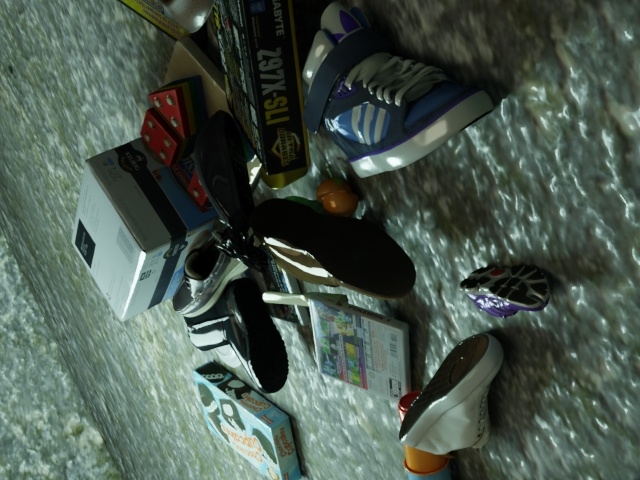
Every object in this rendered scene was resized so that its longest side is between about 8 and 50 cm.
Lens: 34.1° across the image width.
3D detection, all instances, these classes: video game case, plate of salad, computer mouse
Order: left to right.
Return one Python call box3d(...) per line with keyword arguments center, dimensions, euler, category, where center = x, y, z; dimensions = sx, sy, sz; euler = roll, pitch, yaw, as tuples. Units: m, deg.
box3d(center=(-0.300, -0.500, 1.871), dimensions=(0.275, 0.035, 0.248), euler=(38, 143, 35), category="video game case")
box3d(center=(-0.161, -0.083, 1.721), dimensions=(0.188, 0.072, 0.272), euler=(41, -144, -70), category="computer mouse")
box3d(center=(-0.210, 0.182, 2.298), dimensions=(0.200, 0.048, 0.200), euler=(37, 135, 48), category="plate of salad")
box3d(center=(-0.100, 0.069, 2.054), dimensions=(0.173, 0.022, 0.190), euler=(9, 122, 56), category="video game case")
box3d(center=(0.071, 0.190, 1.807), dimensions=(0.183, 0.023, 0.201), euler=(18, 138, 25), category="video game case")

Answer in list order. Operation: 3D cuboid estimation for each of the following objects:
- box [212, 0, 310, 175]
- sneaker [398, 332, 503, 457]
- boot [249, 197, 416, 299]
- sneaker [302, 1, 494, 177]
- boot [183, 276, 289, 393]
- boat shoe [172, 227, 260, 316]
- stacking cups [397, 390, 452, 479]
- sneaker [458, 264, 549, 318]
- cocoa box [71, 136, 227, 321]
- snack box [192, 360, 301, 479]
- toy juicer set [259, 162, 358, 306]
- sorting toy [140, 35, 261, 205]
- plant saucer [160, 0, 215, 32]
box3d(center=(-0.101, -0.297, 1.599), dimensions=(0.257, 0.079, 0.322), euler=(-119, 18, -54), category="box")
box3d(center=(0.234, 0.247, 1.629), dimensions=(0.123, 0.106, 0.290), euler=(25, 138, -5), category="sneaker")
box3d(center=(0.028, 0.031, 1.664), dimensions=(0.305, 0.112, 0.115), euler=(24, 149, 32), category="boot")
box3d(center=(0.077, -0.221, 1.406), dimensions=(0.236, 0.130, 0.323), euler=(60, 157, -6), category="sneaker")
box3d(center=(-0.178, 0.205, 2.145), dimensions=(0.207, 0.094, 0.246), euler=(-21, 89, 50), category="boot")
box3d(center=(-0.225, 0.056, 2.052), dimensions=(0.285, 0.092, 0.103), euler=(-40, 49, 41), category="boat shoe")
box3d(center=(0.196, 0.412, 1.816), dimensions=(0.096, 0.096, 0.316), euler=(22, 130, 49), category="stacking cups")
box3d(center=(0.266, 0.077, 1.452), dimensions=(0.071, 0.068, 0.170), euler=(54, 163, -18), category="sneaker")
box3d(center=(-0.346, -0.034, 2.143), dimensions=(0.231, 0.228, 0.347), euler=(55, 150, 14), category="cocoa box")
box3d(center=(-0.173, 0.427, 2.439), dimensions=(0.322, 0.060, 0.187), euler=(26, 136, 46), category="snack box")
box3d(center=(0.000, 0.000, 1.788), dimensions=(0.209, 0.089, 0.329), euler=(22, 132, 25), category="toy juicer set")
box3d(center=(-0.221, -0.195, 1.914), dimensions=(0.257, 0.089, 0.255), euler=(49, 150, 8), category="sorting toy")
box3d(center=(-0.197, -0.471, 1.567), dimensions=(0.310, 0.050, 0.310), euler=(-176, 90, -66), category="plant saucer")
